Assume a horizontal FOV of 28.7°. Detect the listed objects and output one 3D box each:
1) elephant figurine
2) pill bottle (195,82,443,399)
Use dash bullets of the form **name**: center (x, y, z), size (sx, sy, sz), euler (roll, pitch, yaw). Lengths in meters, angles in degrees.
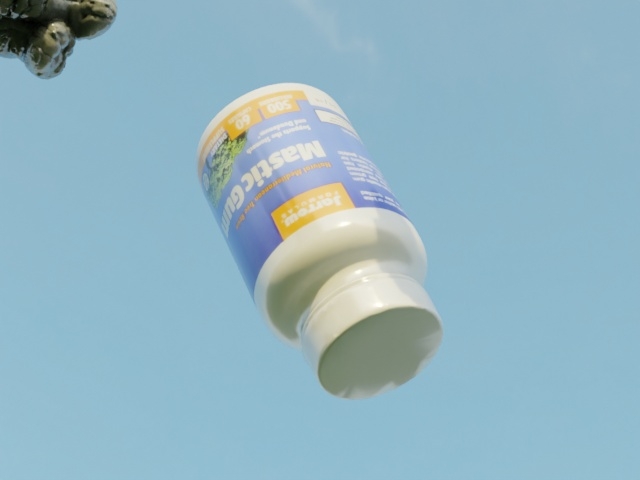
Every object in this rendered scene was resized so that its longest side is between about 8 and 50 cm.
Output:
- **elephant figurine**: center (-0.282, -0.247, 1.016), size (0.186, 0.239, 0.169), euler (-41, -115, 8)
- **pill bottle**: center (0.000, 0.000, 1.081), size (0.152, 0.272, 0.152), euler (-15, -43, -15)
